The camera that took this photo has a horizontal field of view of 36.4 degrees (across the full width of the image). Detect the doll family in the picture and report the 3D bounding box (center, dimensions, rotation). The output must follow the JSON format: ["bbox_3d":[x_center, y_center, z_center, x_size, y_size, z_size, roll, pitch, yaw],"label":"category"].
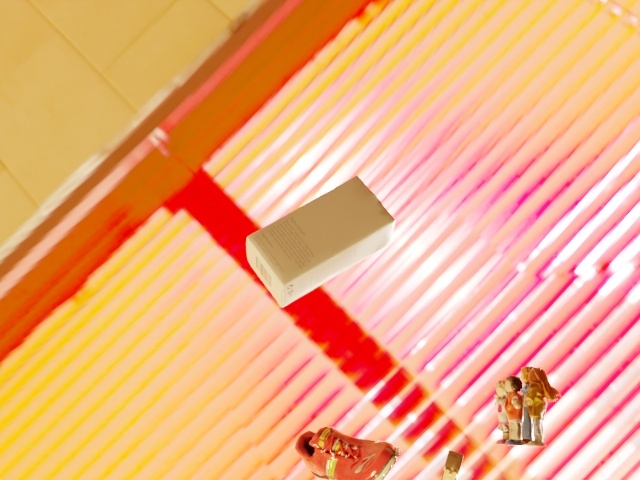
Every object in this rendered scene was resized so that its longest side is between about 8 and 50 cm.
[{"bbox_3d":[0.426,0.338,1.997,0.263,0.118,0.163,76,-163,-78],"label":"doll family"}]

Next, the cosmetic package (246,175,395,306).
[{"bbox_3d":[0.000,0.000,1.647,0.231,0.117,0.085,-28,-26,-18],"label":"cosmetic package"}]

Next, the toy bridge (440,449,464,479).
[{"bbox_3d":[0.194,0.399,1.529,0.188,0.026,0.063,93,-164,-53],"label":"toy bridge"}]

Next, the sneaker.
[{"bbox_3d":[0.037,0.399,1.806,0.107,0.118,0.279,-52,18,-29],"label":"sneaker"}]
